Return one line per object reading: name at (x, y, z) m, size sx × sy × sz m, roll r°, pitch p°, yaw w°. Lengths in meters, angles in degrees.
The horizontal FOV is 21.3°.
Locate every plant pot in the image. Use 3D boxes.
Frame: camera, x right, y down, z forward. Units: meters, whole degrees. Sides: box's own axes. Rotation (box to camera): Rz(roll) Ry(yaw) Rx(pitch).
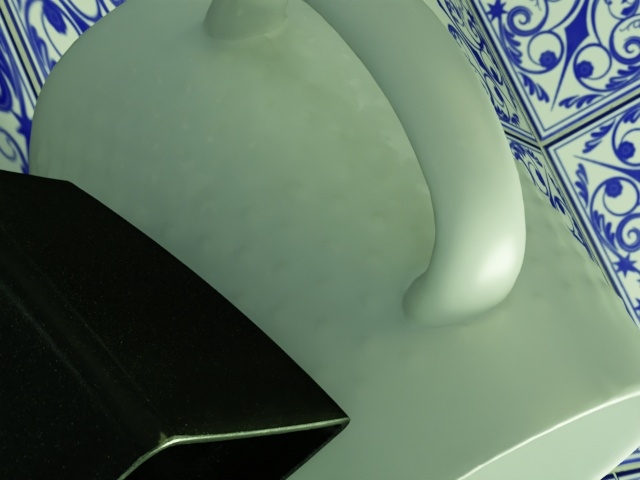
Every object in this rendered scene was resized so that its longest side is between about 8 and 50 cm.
plant pot at (-0.132, 0.071, 0.714) m, size 0.167 × 0.188 × 0.187 m, roll 54°, pitch 16°, yaw 16°

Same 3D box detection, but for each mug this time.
mug at (0.000, 0.000, 0.899) m, size 0.328 × 0.276 × 0.374 m, roll 58°, pitch -26°, yaw 19°
